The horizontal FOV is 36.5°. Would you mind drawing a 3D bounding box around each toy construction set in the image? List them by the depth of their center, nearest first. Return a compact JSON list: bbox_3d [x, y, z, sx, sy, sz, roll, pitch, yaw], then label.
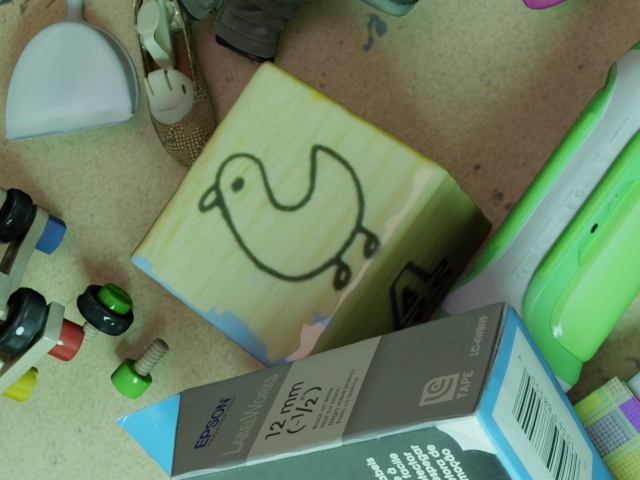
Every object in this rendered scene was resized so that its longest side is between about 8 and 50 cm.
[{"bbox_3d":[-0.361,0.082,0.896,0.237,0.309,0.257,-48,58,11],"label":"toy construction set"}]

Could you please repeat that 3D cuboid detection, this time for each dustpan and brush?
[{"bbox_3d":[-0.270,-0.212,1.053,0.147,0.060,0.211,-8,81,9],"label":"dustpan and brush"}]

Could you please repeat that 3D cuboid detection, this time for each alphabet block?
[{"bbox_3d":[0.000,0.000,0.817,0.192,0.193,0.197,34,92,23],"label":"alphabet block"}]

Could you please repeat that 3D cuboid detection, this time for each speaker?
[{"bbox_3d":[0.216,-0.013,0.770,0.131,0.131,0.296,37,93,24],"label":"speaker"}]

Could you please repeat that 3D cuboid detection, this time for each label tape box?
[{"bbox_3d":[0.027,0.206,0.690,0.348,0.249,0.115,-20,26,31],"label":"label tape box"}]

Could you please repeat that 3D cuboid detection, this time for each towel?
[{"bbox_3d":[0.227,0.152,0.732,0.060,0.009,0.083,-39,66,10],"label":"towel"}]

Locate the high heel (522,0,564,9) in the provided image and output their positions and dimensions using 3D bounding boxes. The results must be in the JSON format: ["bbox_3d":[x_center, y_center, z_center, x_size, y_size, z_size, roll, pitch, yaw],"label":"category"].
[{"bbox_3d":[0.292,-0.260,0.823,0.244,0.082,0.117,-36,57,-3],"label":"high heel"}]

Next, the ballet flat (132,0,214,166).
[{"bbox_3d":[-0.158,-0.175,0.987,0.073,0.067,0.206,-21,71,16],"label":"ballet flat"}]

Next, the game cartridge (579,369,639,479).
[{"bbox_3d":[0.308,0.271,0.708,0.230,0.068,0.355,-39,67,5],"label":"game cartridge"}]

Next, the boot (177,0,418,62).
[{"bbox_3d":[-0.024,-0.238,0.936,0.246,0.083,0.161,37,123,20],"label":"boot"}]
